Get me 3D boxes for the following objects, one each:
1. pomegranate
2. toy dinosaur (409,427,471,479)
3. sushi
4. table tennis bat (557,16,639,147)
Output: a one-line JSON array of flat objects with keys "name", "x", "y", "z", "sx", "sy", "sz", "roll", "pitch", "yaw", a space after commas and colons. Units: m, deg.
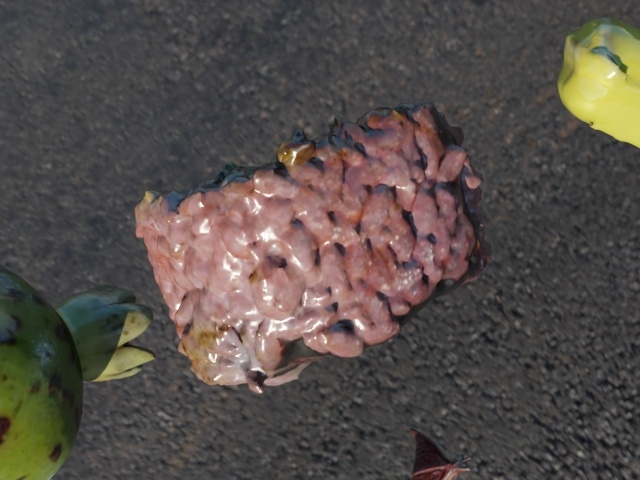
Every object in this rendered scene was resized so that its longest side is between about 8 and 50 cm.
[{"name": "pomegranate", "x": -0.287, "y": 0.129, "z": 1.021, "sx": 0.242, "sy": 0.306, "sz": 0.242, "roll": -178, "pitch": 90, "yaw": -65}, {"name": "toy dinosaur", "x": 0.090, "y": 0.215, "z": 0.757, "sx": 0.108, "sy": 0.032, "sz": 0.220, "roll": -39, "pitch": 45, "yaw": 20}, {"name": "sushi", "x": 0.000, "y": 0.000, "z": 0.895, "sx": 0.236, "sy": 0.270, "sz": 0.170, "roll": -16, "pitch": 97, "yaw": 57}, {"name": "table tennis bat", "x": 0.290, "y": -0.029, "z": 0.586, "sx": 0.224, "sy": 0.369, "sz": 0.054, "roll": -96, "pitch": 27, "yaw": -67}]
